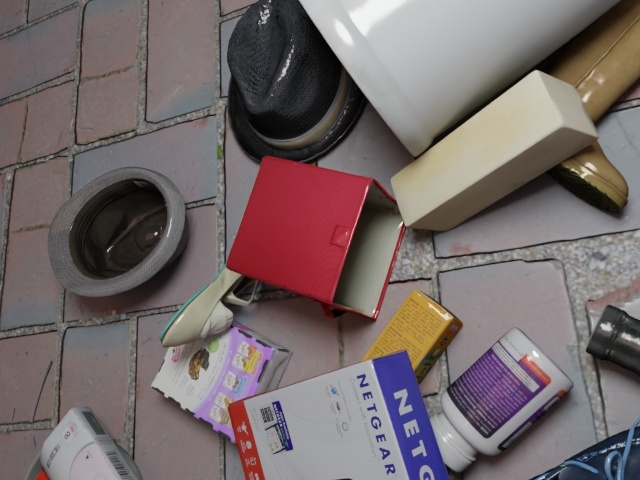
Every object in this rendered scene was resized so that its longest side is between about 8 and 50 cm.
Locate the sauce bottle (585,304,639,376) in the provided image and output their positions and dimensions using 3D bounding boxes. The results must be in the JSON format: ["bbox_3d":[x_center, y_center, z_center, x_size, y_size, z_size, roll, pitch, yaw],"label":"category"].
[{"bbox_3d":[0.493,0.180,0.696,0.344,0.111,0.112,24,88,29],"label":"sauce bottle"}]

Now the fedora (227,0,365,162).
[{"bbox_3d":[-0.072,-0.310,1.071,0.333,0.152,0.334,-7,74,24],"label":"fedora"}]

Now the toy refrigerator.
[{"bbox_3d":[0.231,-0.116,0.843,0.269,0.102,0.094,-36,61,43],"label":"toy refrigerator"}]

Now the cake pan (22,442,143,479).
[{"bbox_3d":[-0.431,0.495,1.088,0.293,0.054,0.293,-7,74,24],"label":"cake pan"}]

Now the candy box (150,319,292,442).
[{"bbox_3d":[-0.171,0.221,1.026,0.196,0.070,0.165,23,88,28],"label":"candy box"}]

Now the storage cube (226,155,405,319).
[{"bbox_3d":[0.000,0.000,0.937,0.193,0.183,0.215,16,84,29],"label":"storage cube"}]

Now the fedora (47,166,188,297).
[{"bbox_3d":[-0.364,-0.008,1.146,0.275,0.124,0.244,-32,67,6],"label":"fedora"}]

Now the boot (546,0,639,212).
[{"bbox_3d":[0.414,-0.206,0.848,0.269,0.089,0.236,-48,63,6],"label":"boot"}]

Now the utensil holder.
[{"bbox_3d":[0.198,-0.361,0.839,0.385,0.327,0.328,-35,65,14],"label":"utensil holder"}]

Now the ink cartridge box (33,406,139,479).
[{"bbox_3d":[-0.440,0.443,1.045,0.189,0.066,0.232,41,92,28],"label":"ink cartridge box"}]

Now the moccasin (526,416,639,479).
[{"bbox_3d":[0.331,0.334,0.728,0.342,0.117,0.138,-37,64,13],"label":"moccasin"}]

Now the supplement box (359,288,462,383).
[{"bbox_3d":[0.111,0.189,0.895,0.080,0.078,0.233,35,94,28],"label":"supplement box"}]

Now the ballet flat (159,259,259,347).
[{"bbox_3d":[-0.162,0.098,0.994,0.086,0.086,0.248,10,42,27],"label":"ballet flat"}]

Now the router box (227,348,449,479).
[{"bbox_3d":[0.032,0.348,0.809,0.301,0.082,0.336,-29,72,39],"label":"router box"}]

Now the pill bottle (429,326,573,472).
[{"bbox_3d":[0.233,0.220,0.811,0.193,0.108,0.108,-45,63,8],"label":"pill bottle"}]
